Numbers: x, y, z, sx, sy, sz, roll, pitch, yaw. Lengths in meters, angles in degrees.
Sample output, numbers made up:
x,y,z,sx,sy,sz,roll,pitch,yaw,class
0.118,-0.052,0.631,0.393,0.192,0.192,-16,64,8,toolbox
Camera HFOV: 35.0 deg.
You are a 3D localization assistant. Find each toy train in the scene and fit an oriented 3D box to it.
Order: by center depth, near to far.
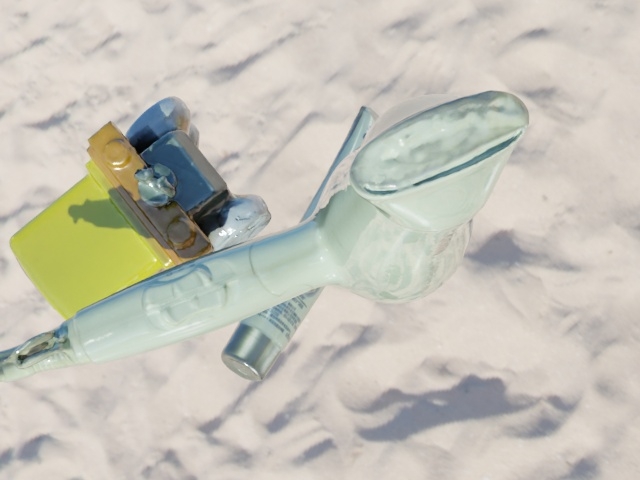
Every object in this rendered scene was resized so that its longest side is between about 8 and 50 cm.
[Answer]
x,y,z,sx,sy,sz,roll,pitch,yaw,class
-0.102,-0.008,0.600,0.127,0.219,0.089,-38,88,-3,toy train

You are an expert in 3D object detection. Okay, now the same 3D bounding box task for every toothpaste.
x,y,z,sx,sy,sz,roll,pitch,yaw,class
0.000,0.000,0.777,0.039,0.062,0.239,-10,43,57,toothpaste

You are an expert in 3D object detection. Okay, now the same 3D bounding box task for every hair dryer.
x,y,z,sx,sy,sz,roll,pitch,yaw,class
-0.041,0.013,0.423,0.237,0.206,0.075,-21,82,-2,hair dryer
